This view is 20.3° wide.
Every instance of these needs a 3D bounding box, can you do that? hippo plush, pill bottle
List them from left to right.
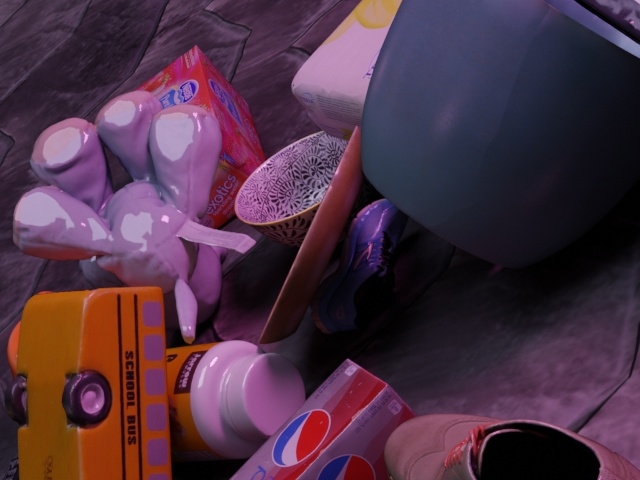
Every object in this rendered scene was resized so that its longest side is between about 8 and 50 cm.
[{"bbox_3d":[-0.170,-0.014,1.981,0.294,0.236,0.234,27,77,21],"label":"hippo plush"},{"bbox_3d":[-0.117,0.162,1.788,0.215,0.117,0.117,-11,40,45],"label":"pill bottle"}]

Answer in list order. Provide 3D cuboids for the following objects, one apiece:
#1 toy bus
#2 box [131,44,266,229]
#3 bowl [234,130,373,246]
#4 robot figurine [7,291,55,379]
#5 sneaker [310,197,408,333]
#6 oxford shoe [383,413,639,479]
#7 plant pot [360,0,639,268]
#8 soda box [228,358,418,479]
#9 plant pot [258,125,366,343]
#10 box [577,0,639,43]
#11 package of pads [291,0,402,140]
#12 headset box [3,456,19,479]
[{"bbox_3d":[-0.217,0.213,1.713,0.108,0.130,0.333,-6,86,44],"label":"toy bus"},{"bbox_3d":[-0.158,-0.126,2.256,0.128,0.123,0.257,-35,28,9],"label":"box"},{"bbox_3d":[-0.003,-0.044,1.975,0.170,0.080,0.170,-24,29,14],"label":"bowl"},{"bbox_3d":[-0.263,0.150,1.917,0.128,0.219,0.158,-22,47,-18],"label":"robot figurine"},{"bbox_3d":[0.057,0.030,1.838,0.073,0.063,0.162,6,61,43],"label":"sneaker"},{"bbox_3d":[0.149,0.177,1.412,0.123,0.130,0.348,-51,29,-19],"label":"oxford shoe"},{"bbox_3d":[0.172,-0.118,1.663,0.235,0.293,0.293,-58,24,14],"label":"plant pot"},{"bbox_3d":[-0.024,0.235,1.601,0.263,0.083,0.092,-46,27,-8],"label":"soda box"},{"bbox_3d":[0.000,0.000,1.768,0.236,0.032,0.236,-156,90,-89],"label":"plant pot"},{"bbox_3d":[0.362,-0.277,1.493,0.296,0.182,0.294,43,103,37],"label":"box"},{"bbox_3d":[0.130,-0.225,1.908,0.296,0.101,0.229,-49,31,-14],"label":"package of pads"},{"bbox_3d":[-0.314,0.263,1.985,0.083,0.032,0.062,-23,33,29],"label":"headset box"}]
